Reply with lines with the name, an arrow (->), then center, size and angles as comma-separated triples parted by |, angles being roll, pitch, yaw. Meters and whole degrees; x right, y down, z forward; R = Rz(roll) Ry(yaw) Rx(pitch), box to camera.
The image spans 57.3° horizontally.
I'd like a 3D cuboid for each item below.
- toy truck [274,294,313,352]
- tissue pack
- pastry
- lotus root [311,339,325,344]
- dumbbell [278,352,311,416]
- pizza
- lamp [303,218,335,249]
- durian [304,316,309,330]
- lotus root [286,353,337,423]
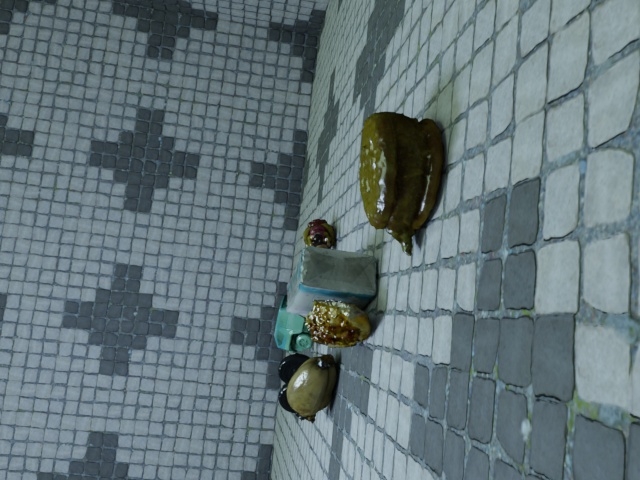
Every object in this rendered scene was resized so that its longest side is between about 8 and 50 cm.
toy truck -> -0.081, 0.286, 2.225 | 0.155, 0.156, 0.278 | -77, -1, -62
tissue pack -> 0.024, 0.120, 1.529 | 0.271, 0.202, 0.124 | 117, 163, -64
pastry -> 0.139, -0.129, 1.132 | 0.240, 0.132, 0.235 | -91, 12, -49
lotus root -> 0.012, 0.290, 1.952 | 0.112, 0.081, 0.122 | 95, 178, -60
dumbbell -> -0.085, 0.528, 2.172 | 0.325, 0.143, 0.143 | -98, 16, -61
pizza -> 0.040, 0.215, 1.450 | 0.305, 0.162, 0.085 | 112, 175, -71
lamp -> 0.000, 0.000, 2.144 | 0.253, 0.119, 0.118 | -103, 21, -71
durian -> 0.030, 0.223, 1.757 | 0.132, 0.165, 0.182 | -35, 66, 39
lotus root -> -0.024, 0.453, 1.833 | 0.154, 0.140, 0.256 | -21, -39, -52
